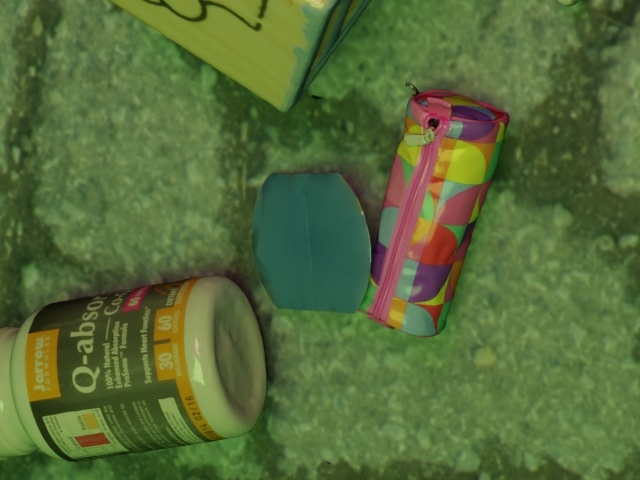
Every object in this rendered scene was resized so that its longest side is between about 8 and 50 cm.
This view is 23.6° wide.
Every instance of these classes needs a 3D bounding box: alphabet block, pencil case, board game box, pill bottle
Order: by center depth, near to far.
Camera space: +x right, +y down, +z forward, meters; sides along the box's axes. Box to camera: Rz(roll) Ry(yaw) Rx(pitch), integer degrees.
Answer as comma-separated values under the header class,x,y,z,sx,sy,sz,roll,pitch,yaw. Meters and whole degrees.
class,x,y,z,sx,sy,sz,roll,pitch,yaw
alphabet block,-0.046,-0.263,1.305,0.197,0.193,0.192,33,153,2
pencil case,0.099,-0.028,1.424,0.104,0.104,0.236,17,111,10
board game box,0.000,0.000,1.475,0.169,0.033,0.133,0,97,47
pill bottle,-0.206,0.133,1.523,0.278,0.162,0.162,-11,104,18

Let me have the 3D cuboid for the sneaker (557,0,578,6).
class,x,y,z,sx,sy,sz,roll,pitch,yaw
sneaker,0.185,-0.274,1.353,0.061,0.054,0.152,-23,94,30
